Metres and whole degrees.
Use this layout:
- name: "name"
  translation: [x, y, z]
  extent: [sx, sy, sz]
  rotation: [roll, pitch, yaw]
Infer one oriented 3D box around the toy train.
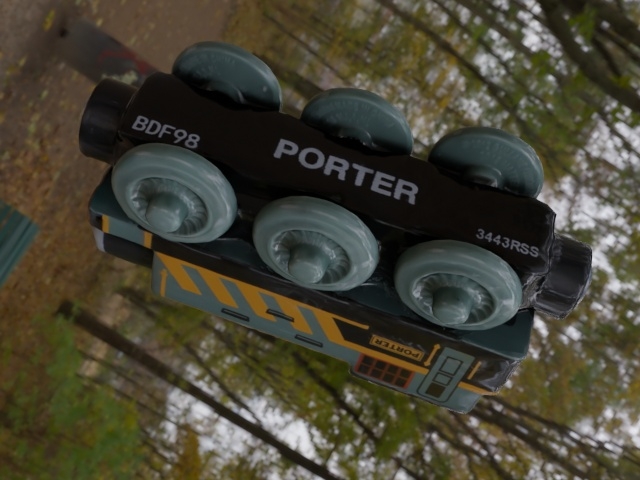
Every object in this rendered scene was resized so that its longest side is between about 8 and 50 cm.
- name: "toy train"
  translation: [0.000, 0.000, 0.623]
  extent: [0.190, 0.334, 0.142]
  rotation: [108, 1, -52]
